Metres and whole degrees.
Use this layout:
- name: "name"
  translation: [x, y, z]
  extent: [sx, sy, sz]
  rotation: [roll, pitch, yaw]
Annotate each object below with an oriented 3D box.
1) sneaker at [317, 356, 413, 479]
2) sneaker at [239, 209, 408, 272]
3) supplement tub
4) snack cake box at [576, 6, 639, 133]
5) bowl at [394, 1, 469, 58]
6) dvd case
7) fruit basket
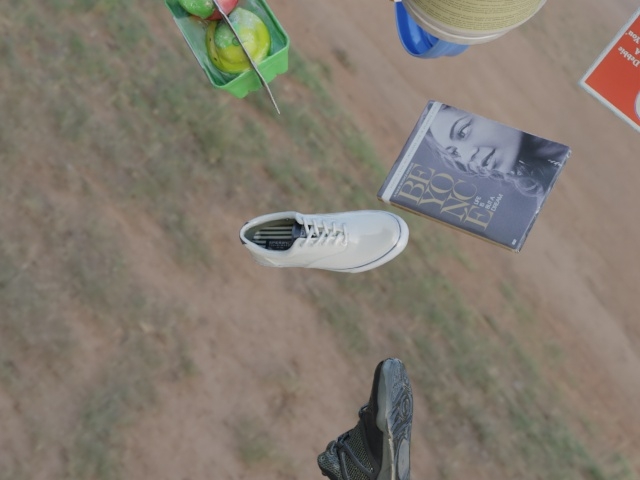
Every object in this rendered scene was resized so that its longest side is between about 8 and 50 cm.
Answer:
- name: "sneaker"
  translation: [0.057, 0.262, 1.815]
  extent: [0.130, 0.227, 0.087]
  rotation: [10, 21, 26]
- name: "sneaker"
  translation: [0.000, 0.000, 1.985]
  extent: [0.091, 0.258, 0.094]
  rotation: [28, 58, -63]
- name: "supplement tub"
  translation: [0.219, -0.413, 1.784]
  extent: [0.235, 0.235, 0.325]
  rotation: [53, -12, 9]
- name: "snack cake box"
  translation: [0.521, -0.205, 1.918]
  extent: [0.264, 0.152, 0.089]
  rotation: [40, 22, 6]
- name: "bowl"
  translation: [0.241, -0.526, 2.468]
  extent: [0.077, 0.391, 0.391]
  rotation: [7, 36, -17]
- name: "dvd case"
  translation: [0.207, -0.091, 1.823]
  extent: [0.221, 0.164, 0.018]
  rotation: [22, -15, 28]
- name: "fruit basket"
  translation: [-0.193, -0.404, 2.284]
  extent: [0.327, 0.165, 0.353]
  rotation: [59, 7, 25]
